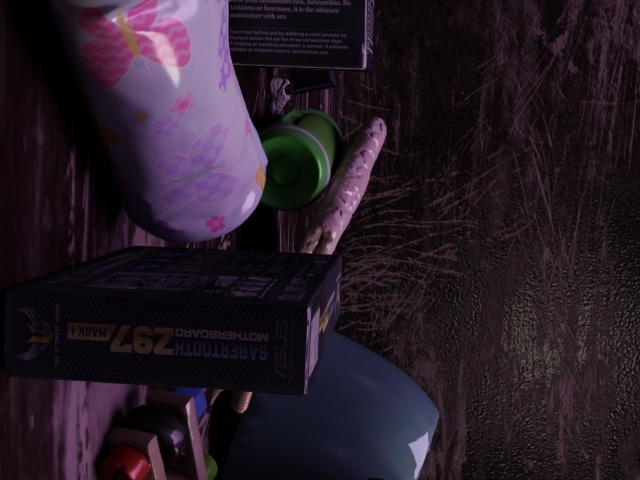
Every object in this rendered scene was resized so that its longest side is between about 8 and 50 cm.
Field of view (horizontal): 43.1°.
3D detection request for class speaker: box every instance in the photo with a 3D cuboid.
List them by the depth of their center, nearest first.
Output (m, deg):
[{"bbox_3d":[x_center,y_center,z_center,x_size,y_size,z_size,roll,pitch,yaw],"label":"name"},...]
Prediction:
[{"bbox_3d":[-0.035,-0.131,1.255,0.296,0.131,0.131,-66,158,-74],"label":"speaker"}]

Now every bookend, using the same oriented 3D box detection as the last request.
[{"bbox_3d":[-0.028,-0.348,1.302,0.157,0.072,0.156,80,-1,-63],"label":"bookend"}]

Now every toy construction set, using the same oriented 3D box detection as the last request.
[{"bbox_3d":[-0.083,0.247,0.748,0.308,0.258,0.237,-95,-161,-48],"label":"toy construction set"}]

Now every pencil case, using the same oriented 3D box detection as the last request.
[{"bbox_3d":[-0.108,-0.115,0.575,0.113,0.124,0.273,50,-21,30],"label":"pencil case"}]

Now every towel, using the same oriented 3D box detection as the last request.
[{"bbox_3d":[0.000,0.000,1.283,0.332,0.053,0.317,-66,-178,-51],"label":"towel"}]

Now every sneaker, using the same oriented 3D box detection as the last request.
[{"bbox_3d":[-0.065,-0.233,1.347,0.032,0.037,0.083,-83,174,-51],"label":"sneaker"}]

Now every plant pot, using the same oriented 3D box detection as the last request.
[{"bbox_3d":[0.027,0.279,1.130,0.293,0.235,0.293,20,90,-80],"label":"plant pot"}]

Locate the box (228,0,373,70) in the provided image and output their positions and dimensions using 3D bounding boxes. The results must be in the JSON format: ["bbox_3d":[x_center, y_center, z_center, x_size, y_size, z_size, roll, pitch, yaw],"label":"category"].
[{"bbox_3d":[-0.018,-0.366,1.033,0.296,0.183,0.294,-67,160,-78],"label":"box"}]

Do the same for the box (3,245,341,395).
[{"bbox_3d":[-0.084,0.046,0.575,0.232,0.183,0.059,-47,140,-82],"label":"box"}]
